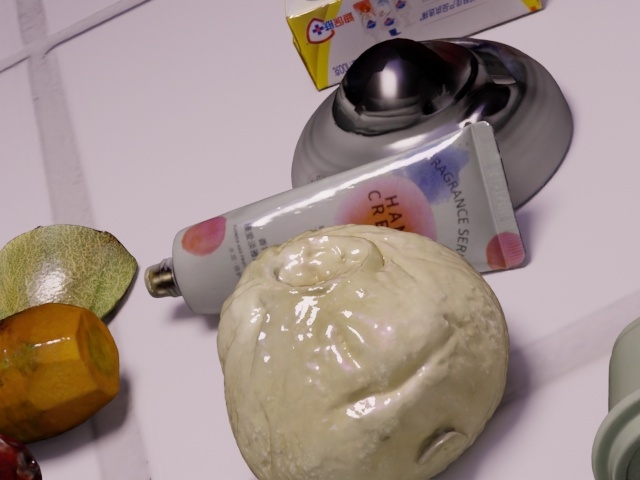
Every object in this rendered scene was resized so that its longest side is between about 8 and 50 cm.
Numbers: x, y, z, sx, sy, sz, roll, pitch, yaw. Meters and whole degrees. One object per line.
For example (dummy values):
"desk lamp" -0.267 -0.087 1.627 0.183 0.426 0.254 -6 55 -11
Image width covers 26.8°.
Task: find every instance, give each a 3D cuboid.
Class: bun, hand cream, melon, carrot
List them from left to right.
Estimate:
"carrot" -0.319 0.140 1.174 0.301 0.114 0.114 -18 35 18
"melon" -0.262 0.046 1.282 0.160 0.079 0.128 -20 33 8
"hand cream" 0.000 0.000 1.158 0.340 0.124 0.078 -15 -1 21
"bun" 0.015 0.081 1.000 0.243 0.153 0.244 -20 36 16

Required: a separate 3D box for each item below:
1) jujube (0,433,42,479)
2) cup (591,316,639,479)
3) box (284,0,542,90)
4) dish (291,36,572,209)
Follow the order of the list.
"jujube" -0.293 0.225 1.061 0.166 0.104 0.104 -37 35 3
"cup" 0.231 0.109 0.858 0.120 0.120 0.141 -15 28 16
"box" 0.094 -0.284 1.470 0.265 0.097 0.168 -20 35 9
"dish" 0.084 -0.125 1.240 0.273 0.134 0.273 -16 36 12
